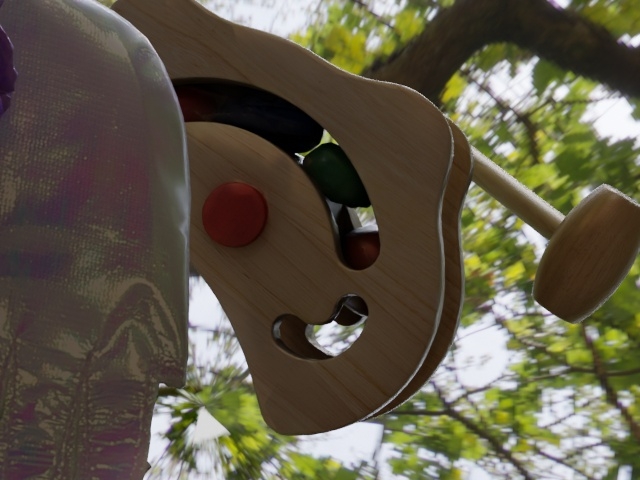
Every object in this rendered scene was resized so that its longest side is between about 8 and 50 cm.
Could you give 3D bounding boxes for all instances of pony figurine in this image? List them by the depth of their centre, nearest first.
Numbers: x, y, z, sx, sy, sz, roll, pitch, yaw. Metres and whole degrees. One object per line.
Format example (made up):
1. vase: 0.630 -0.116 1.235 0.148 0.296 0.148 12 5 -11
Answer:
1. pony figurine: -0.174 -0.106 0.459 0.302 0.363 0.351 9 -107 -3

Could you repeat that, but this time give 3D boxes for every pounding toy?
1. pounding toy: 0.000 0.000 0.688 0.269 0.155 0.154 25 -87 14
